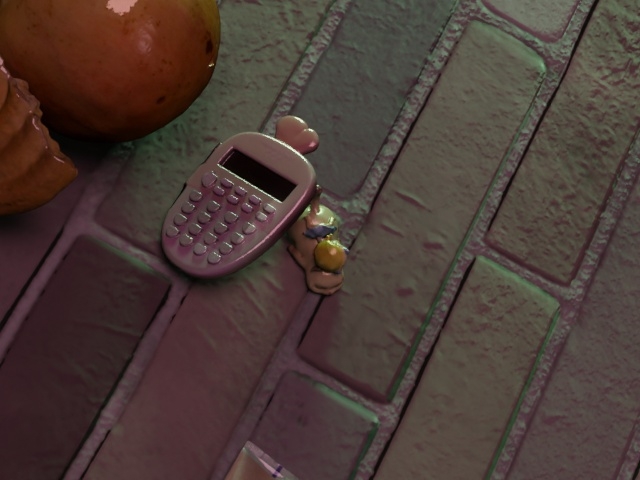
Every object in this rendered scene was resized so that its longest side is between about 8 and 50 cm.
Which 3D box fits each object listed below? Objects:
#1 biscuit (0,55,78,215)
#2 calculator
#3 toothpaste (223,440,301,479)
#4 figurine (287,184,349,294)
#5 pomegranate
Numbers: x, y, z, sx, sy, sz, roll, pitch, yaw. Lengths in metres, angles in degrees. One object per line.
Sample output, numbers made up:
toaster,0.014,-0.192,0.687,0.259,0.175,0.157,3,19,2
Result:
biscuit,-0.294,-0.107,1.459,0.224,0.144,0.033,56,27,7
calculator,-0.062,-0.036,1.530,0.103,0.024,0.166,32,70,30
toothpaste,-0.082,0.239,1.417,0.067,0.043,0.194,36,56,5
figurine,0.000,0.000,1.542,0.047,0.050,0.083,-15,71,-16
pomegranate,-0.171,-0.172,1.491,0.191,0.191,0.191,6,65,-14
